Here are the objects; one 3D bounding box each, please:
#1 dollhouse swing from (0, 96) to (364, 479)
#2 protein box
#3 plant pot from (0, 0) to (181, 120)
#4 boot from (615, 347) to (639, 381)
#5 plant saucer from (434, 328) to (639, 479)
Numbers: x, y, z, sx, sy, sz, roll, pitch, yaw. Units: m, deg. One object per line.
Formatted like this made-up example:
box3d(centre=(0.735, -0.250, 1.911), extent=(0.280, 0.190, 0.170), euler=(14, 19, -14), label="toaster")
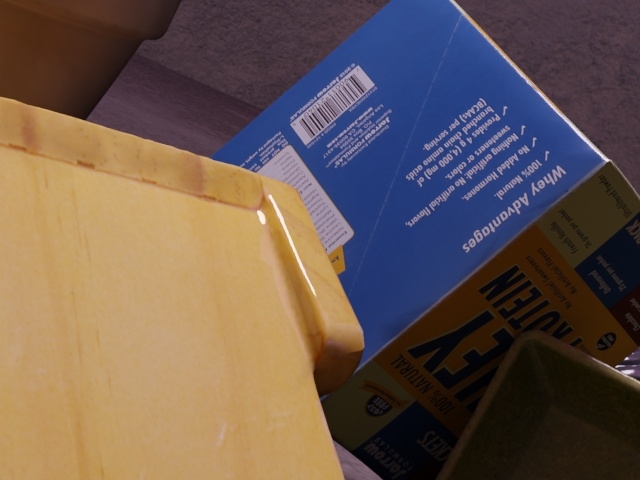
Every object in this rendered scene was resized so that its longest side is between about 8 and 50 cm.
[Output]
box3d(centre=(-0.178, 0.103, 0.728), extent=(0.347, 0.305, 0.315), euler=(14, -28, -43), label="dollhouse swing")
box3d(centre=(0.059, 0.000, 0.917), extent=(0.136, 0.200, 0.201), euler=(44, 7, -44), label="protein box")
box3d(centre=(-0.275, -0.122, 1.070), extent=(0.323, 0.280, 0.323), euler=(22, 9, -4), label="plant pot")
box3d(centre=(0.170, 0.133, 1.045), extent=(0.338, 0.222, 0.118), euler=(1, 40, 16), label="boot")
box3d(centre=(0.138, 0.167, 0.805), extent=(0.188, 0.188, 0.045), euler=(27, -8, 23), label="plant saucer")
